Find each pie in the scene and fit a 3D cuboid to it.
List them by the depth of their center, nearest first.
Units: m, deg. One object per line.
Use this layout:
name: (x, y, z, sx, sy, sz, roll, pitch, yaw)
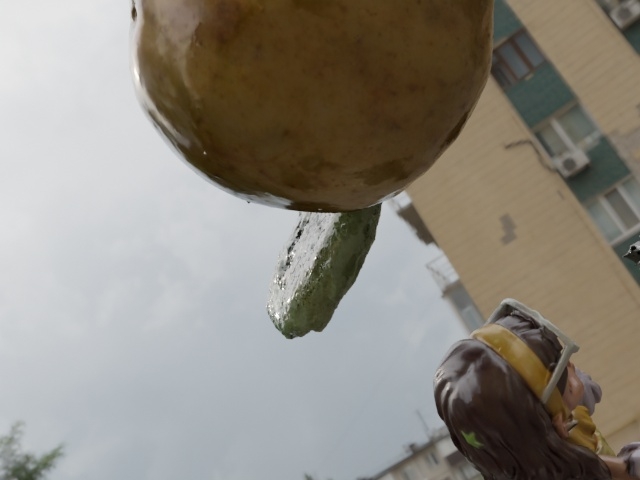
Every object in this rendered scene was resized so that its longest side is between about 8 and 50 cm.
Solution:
pie: (0.000, 0.000, 0.827, 0.041, 0.187, 0.187, 23, -45, -16)

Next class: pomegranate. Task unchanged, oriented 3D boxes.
pomegranate: (-0.007, -0.144, 0.660, 0.260, 0.260, 0.260, -25, -23, -11)

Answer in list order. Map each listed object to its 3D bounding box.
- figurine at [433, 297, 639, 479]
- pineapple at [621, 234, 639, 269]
figurine: (0.174, 0.148, 0.688, 0.116, 0.175, 0.240, -48, -58, 1)
pineapple: (0.522, 0.051, 1.269, 0.141, 0.310, 0.170, 2, -61, -14)
